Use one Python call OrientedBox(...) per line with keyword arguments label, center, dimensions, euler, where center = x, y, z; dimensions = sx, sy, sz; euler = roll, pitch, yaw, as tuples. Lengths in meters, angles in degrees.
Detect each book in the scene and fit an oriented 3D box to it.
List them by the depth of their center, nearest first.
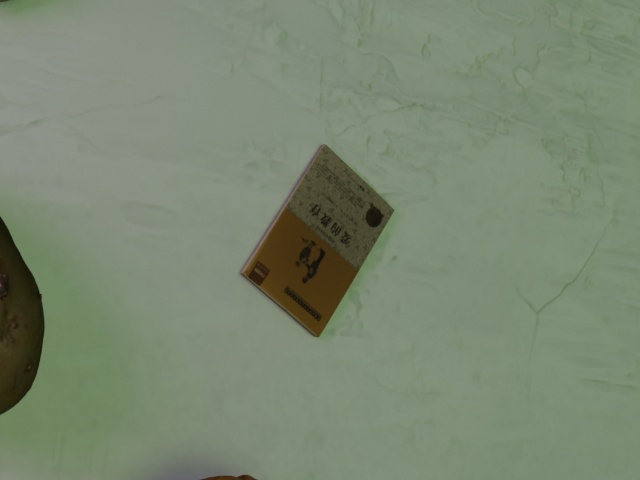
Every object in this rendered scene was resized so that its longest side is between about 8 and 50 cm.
OrientedBox(label="book", center=(0.000, 0.000, 1.298), dimensions=(0.118, 0.012, 0.172), euler=(41, 68, -27))

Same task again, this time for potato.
OrientedBox(label="potato", center=(-0.323, 0.030, 0.990), dimensions=(0.165, 0.165, 0.262), euler=(-46, 109, -26))

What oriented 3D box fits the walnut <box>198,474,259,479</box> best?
OrientedBox(label="walnut", center=(-0.087, 0.329, 1.139), dimensions=(0.195, 0.195, 0.222), euler=(19, 72, -33))
